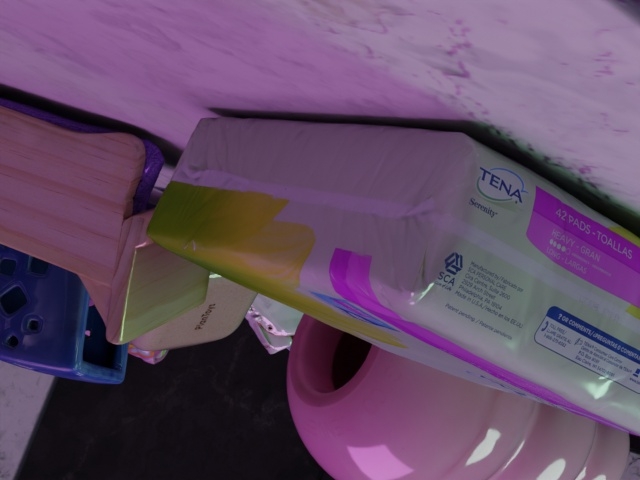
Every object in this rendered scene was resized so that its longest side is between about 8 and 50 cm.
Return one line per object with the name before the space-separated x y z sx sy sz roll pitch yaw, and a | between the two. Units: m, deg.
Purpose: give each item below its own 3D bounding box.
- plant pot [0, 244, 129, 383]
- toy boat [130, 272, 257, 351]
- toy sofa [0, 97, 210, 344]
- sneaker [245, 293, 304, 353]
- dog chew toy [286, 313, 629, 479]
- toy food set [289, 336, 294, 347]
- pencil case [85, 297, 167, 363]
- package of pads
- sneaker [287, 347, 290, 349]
plant pot | -0.346 0.042 1.557 0.212 0.236 0.236 5 170 5
toy boat | -0.162 0.031 1.534 0.151 0.151 0.231 -7 151 -28
toy sofa | -0.268 -0.059 1.162 0.362 0.177 0.150 19 -162 20
sneaker | -0.079 0.070 1.642 0.290 0.123 0.106 23 176 -8
dog chew toy | 0.133 0.139 1.088 0.332 0.207 0.206 28 171 -34
toy food set | -0.050 0.117 2.022 0.232 0.104 0.111 19 174 20
pencil case | -0.314 0.057 1.730 0.284 0.124 0.124 25 174 5
package of pads | 0.065 0.015 0.769 0.229 0.101 0.296 26 173 -33
sneaker | 0.081 0.211 2.280 0.366 0.135 0.150 19 177 8
